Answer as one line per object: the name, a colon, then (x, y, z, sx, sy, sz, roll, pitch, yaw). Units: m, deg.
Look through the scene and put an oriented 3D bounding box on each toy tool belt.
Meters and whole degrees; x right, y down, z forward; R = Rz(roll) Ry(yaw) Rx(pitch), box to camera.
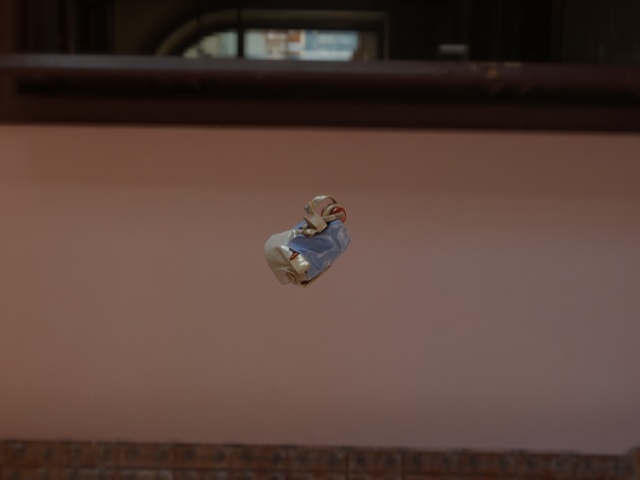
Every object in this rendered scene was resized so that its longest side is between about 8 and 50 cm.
toy tool belt: (0.000, 0.000, 0.991, 0.052, 0.083, 0.051, 56, 153, -18)
